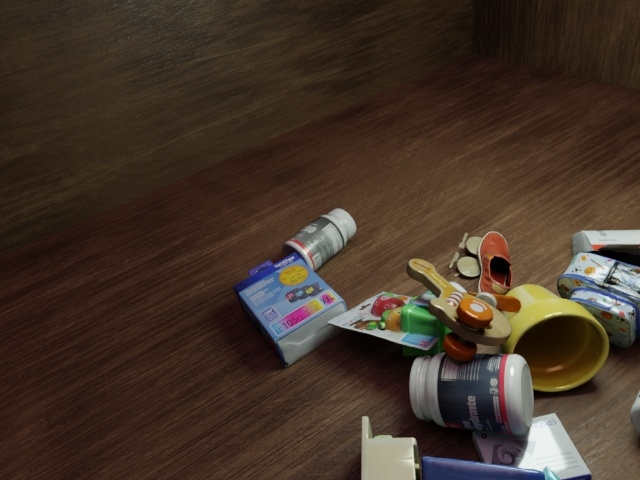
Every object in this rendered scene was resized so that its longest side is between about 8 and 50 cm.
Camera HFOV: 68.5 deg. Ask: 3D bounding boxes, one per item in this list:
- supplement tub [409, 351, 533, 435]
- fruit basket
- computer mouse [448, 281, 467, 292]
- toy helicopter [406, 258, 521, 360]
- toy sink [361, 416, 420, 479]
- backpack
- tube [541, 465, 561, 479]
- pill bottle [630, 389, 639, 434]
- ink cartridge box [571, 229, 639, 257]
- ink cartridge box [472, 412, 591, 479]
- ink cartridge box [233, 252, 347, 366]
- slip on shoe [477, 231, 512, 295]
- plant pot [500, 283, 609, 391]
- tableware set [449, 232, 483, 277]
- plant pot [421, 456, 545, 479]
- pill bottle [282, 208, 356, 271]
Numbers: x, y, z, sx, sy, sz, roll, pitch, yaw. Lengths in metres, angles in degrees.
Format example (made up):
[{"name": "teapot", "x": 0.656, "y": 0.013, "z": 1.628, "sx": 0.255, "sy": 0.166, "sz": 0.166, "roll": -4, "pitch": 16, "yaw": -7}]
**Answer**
[{"name": "supplement tub", "x": 0.387, "y": 0.386, "z": 1.208, "sx": 0.272, "sy": 0.191, "sz": 0.191, "roll": -7, "pitch": 35, "yaw": 33}, {"name": "fruit basket", "x": 0.256, "y": 0.223, "z": 1.465, "sx": 0.353, "sy": 0.165, "sz": 0.327, "roll": 14, "pitch": 21, "yaw": 40}, {"name": "computer mouse", "x": 0.467, "y": 0.194, "z": 1.582, "sx": 0.106, "sy": 0.042, "sz": 0.193, "roll": -22, "pitch": 39, "yaw": -10}, {"name": "toy helicopter", "x": 0.371, "y": 0.152, "z": 1.278, "sx": 0.235, "sy": 0.140, "sz": 0.355, "roll": -7, "pitch": 34, "yaw": -29}, {"name": "toy sink", "x": 0.171, "y": 0.557, "z": 1.118, "sx": 0.131, "sy": 0.153, "sz": 0.234, "roll": -6, "pitch": 37, "yaw": 9}, {"name": "backpack", "x": 0.831, "y": 0.163, "z": 1.364, "sx": 0.213, "sy": 0.276, "sz": 0.263, "roll": -40, "pitch": 40, "yaw": -12}, {"name": "tube", "x": 0.557, "y": 0.595, "z": 1.014, "sx": 0.080, "sy": 0.052, "sz": 0.207, "roll": -36, "pitch": 50, "yaw": -20}, {"name": "pill bottle", "x": 0.908, "y": 0.348, "z": 1.137, "sx": 0.188, "sy": 0.188, "sz": 0.334, "roll": 24, "pitch": 51, "yaw": 38}, {"name": "ink cartridge box", "x": 0.989, "y": -0.004, "z": 1.449, "sx": 0.308, "sy": 0.385, "sz": 0.091, "roll": 0, "pitch": 82, "yaw": 15}, {"name": "ink cartridge box", "x": 0.509, "y": 0.542, "z": 1.124, "sx": 0.223, "sy": 0.045, "sz": 0.224, "roll": -13, "pitch": 37, "yaw": 0}, {"name": "ink cartridge box", "x": -0.122, "y": 0.213, "z": 1.649, "sx": 0.270, "sy": 0.151, "sz": 0.395, "roll": -29, "pitch": 38, "yaw": -19}, {"name": "slip on shoe", "x": 0.606, "y": 0.080, "z": 1.609, "sx": 0.123, "sy": 0.101, "sz": 0.331, "roll": 25, "pitch": 44, "yaw": 1}, {"name": "plant pot", "x": 0.621, "y": 0.250, "z": 1.323, "sx": 0.254, "sy": 0.254, "sz": 0.239, "roll": -8, "pitch": 22, "yaw": 6}, {"name": "tableware set", "x": 0.558, "y": 0.066, "z": 1.721, "sx": 0.128, "sy": 0.039, "sz": 0.194, "roll": 23, "pitch": 54, "yaw": 18}, {"name": "plant pot", "x": 0.326, "y": 0.572, "z": 0.969, "sx": 0.236, "sy": 0.236, "sz": 0.212, "roll": 0, "pitch": 66, "yaw": 16}, {"name": "pill bottle", "x": 0.000, "y": 0.000, "z": 1.870, "sx": 0.161, "sy": 0.161, "sz": 0.283, "roll": 24, "pitch": 51, "yaw": 38}]
